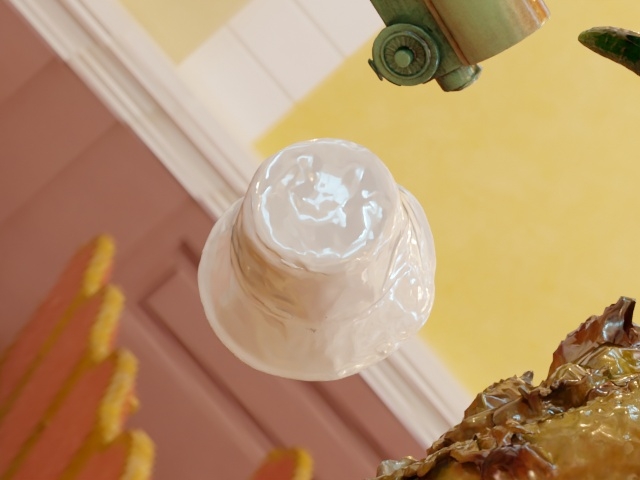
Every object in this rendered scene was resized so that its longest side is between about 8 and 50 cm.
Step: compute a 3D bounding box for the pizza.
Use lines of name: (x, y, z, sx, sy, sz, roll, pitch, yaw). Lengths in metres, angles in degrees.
pizza: (0.132, 0.059, 0.627, 0.085, 0.305, 0.161, 60, -4, 9)

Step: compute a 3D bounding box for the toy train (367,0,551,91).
toy train: (0.092, -0.275, 1.567, 0.285, 0.177, 0.116, 57, 33, -14)

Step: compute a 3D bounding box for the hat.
hat: (0.000, 0.000, 1.300, 0.203, 0.203, 0.126, 50, -16, 19)

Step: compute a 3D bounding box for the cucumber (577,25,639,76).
cucumber: (0.301, -0.171, 1.563, 0.168, 0.039, 0.039, 38, -6, 48)
